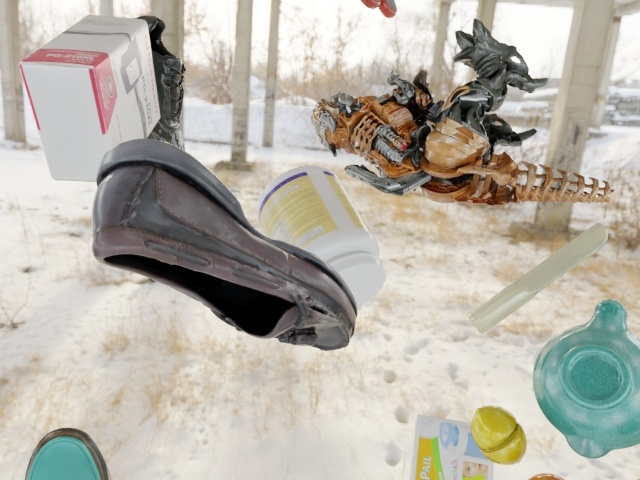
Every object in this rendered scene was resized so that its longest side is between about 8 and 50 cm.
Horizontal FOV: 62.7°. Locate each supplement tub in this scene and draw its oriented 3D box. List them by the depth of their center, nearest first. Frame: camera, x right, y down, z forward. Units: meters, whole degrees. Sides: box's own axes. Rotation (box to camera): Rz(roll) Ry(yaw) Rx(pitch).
[{"bbox_3d":[0.000,0.000,1.313,0.241,0.241,0.331,-4,49,-30],"label":"supplement tub"}]

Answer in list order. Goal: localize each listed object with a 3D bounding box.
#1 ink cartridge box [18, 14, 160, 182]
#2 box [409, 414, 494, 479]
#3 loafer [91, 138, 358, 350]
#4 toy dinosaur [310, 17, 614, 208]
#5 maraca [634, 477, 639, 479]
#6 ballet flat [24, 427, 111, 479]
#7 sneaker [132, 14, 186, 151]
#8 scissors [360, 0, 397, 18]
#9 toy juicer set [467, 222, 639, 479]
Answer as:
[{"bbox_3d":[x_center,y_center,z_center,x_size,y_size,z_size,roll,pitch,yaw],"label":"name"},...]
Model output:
[{"bbox_3d":[-0.328,-0.219,0.789,0.100,0.172,0.237,3,36,-1],"label":"ink cartridge box"},{"bbox_3d":[0.180,0.367,0.742,0.114,0.103,0.203,4,58,12],"label":"box"},{"bbox_3d":[-0.068,0.043,0.449,0.109,0.095,0.302,-21,-42,27],"label":"loafer"},{"bbox_3d":[0.152,-0.109,0.609,0.322,0.164,0.218,37,60,6],"label":"toy dinosaur"},{"bbox_3d":[0.561,0.444,0.880,0.127,0.099,0.186,38,-32,-31],"label":"maraca"},{"bbox_3d":[-0.292,0.345,0.632,0.095,0.280,0.096,-3,7,-10],"label":"ballet flat"},{"bbox_3d":[-0.309,-0.284,0.994,0.130,0.286,0.109,-16,14,14],"label":"sneaker"},{"bbox_3d":[0.026,-0.461,0.773,0.021,0.297,0.109,-28,2,37],"label":"scissors"},{"bbox_3d":[0.268,0.165,0.584,0.209,0.329,0.089,-21,-32,23],"label":"toy juicer set"}]
